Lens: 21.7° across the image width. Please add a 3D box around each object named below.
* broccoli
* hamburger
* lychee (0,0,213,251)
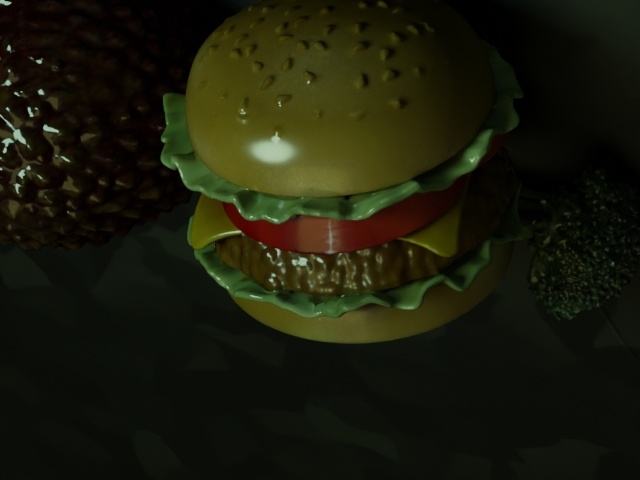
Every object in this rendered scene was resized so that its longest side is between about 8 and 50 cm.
[{"bbox_3d":[0.166,-0.017,1.364,0.204,0.118,0.122,23,170,33],"label":"broccoli"},{"bbox_3d":[0.019,-0.077,1.243,0.274,0.274,0.212,11,132,25],"label":"hamburger"},{"bbox_3d":[-0.189,-0.110,1.387,0.271,0.271,0.271,19,145,14],"label":"lychee"}]
